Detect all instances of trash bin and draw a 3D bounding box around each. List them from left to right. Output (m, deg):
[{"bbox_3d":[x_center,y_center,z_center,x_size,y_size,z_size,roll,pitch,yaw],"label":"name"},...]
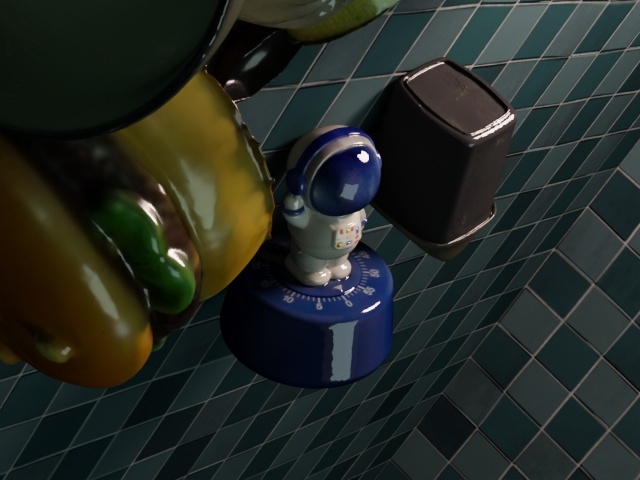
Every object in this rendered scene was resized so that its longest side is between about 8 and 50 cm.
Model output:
[{"bbox_3d":[0.180,-0.120,2.579,0.182,0.209,0.290,-29,150,-34],"label":"trash bin"}]

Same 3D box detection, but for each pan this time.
[{"bbox_3d":[-0.111,-0.207,2.043,0.202,0.048,0.128,-40,163,-11],"label":"pan"}]

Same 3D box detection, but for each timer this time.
[{"bbox_3d":[0.000,0.000,2.456,0.270,0.270,0.383,-28,140,-40],"label":"timer"}]

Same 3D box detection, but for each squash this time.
[{"bbox_3d":[0.040,-0.313,1.959,0.219,0.219,0.041,-40,117,-13],"label":"squash"}]

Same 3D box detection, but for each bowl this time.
[{"bbox_3d":[-0.193,-0.273,1.363,0.354,0.354,0.185,-54,174,25],"label":"bowl"}]

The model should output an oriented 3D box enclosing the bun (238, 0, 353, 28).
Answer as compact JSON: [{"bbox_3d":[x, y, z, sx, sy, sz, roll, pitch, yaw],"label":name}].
[{"bbox_3d":[-0.007,-0.363,1.728,0.354,0.194,0.354,-40,159,-19],"label":"bun"}]

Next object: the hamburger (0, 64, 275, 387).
[{"bbox_3d":[-0.256,-0.048,1.582,0.277,0.396,0.396,-43,161,-23],"label":"hamburger"}]
